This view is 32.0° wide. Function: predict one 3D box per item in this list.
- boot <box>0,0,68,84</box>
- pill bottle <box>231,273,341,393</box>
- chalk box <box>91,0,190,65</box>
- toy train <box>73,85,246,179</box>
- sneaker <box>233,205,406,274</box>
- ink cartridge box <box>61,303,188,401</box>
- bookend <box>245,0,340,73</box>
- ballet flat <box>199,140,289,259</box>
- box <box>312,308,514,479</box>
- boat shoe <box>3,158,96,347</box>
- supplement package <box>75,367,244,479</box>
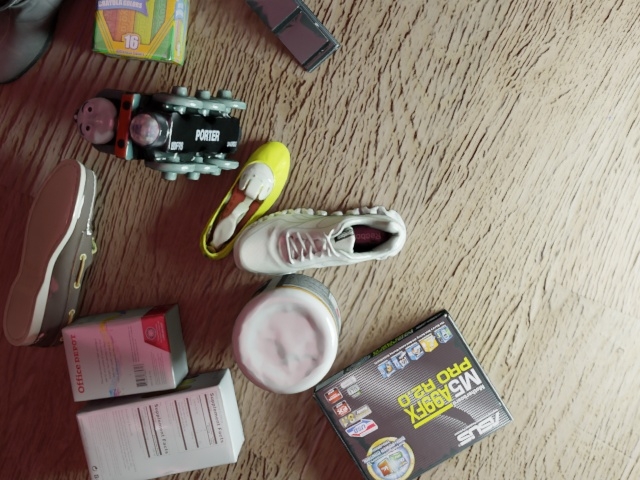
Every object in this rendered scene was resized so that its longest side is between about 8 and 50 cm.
[{"bbox_3d":[-0.484,-0.381,1.763,0.118,0.223,0.338,38,109,-2],"label":"boot"},{"bbox_3d":[-0.048,0.138,1.777,0.162,0.278,0.162,0,95,3],"label":"pill bottle"},{"bbox_3d":[-0.285,-0.401,1.813,0.132,0.132,0.213,6,96,2],"label":"chalk box"},{"bbox_3d":[-0.243,-0.175,1.745,0.190,0.334,0.142,10,98,17],"label":"toy train"},{"bbox_3d":[0.000,0.000,1.832,0.292,0.118,0.110,-9,97,-2],"label":"sneaker"},{"bbox_3d":[-0.325,0.185,1.871,0.176,0.127,0.128,-7,95,3],"label":"ink cartridge box"},{"bbox_3d":[-0.047,-0.355,1.793,0.072,0.157,0.156,-41,91,6],"label":"bookend"},{"bbox_3d":[-0.126,-0.063,1.864,0.077,0.077,0.231,35,96,0],"label":"ballet flat"},{"bbox_3d":[0.155,0.276,1.889,0.270,0.060,0.216,-31,93,5],"label":"box"},{"bbox_3d":[-0.437,0.025,1.879,0.116,0.096,0.325,19,93,42],"label":"boat shoe"},{"bbox_3d":[-0.264,0.314,1.875,0.244,0.139,0.134,-12,95,3],"label":"supplement package"}]
